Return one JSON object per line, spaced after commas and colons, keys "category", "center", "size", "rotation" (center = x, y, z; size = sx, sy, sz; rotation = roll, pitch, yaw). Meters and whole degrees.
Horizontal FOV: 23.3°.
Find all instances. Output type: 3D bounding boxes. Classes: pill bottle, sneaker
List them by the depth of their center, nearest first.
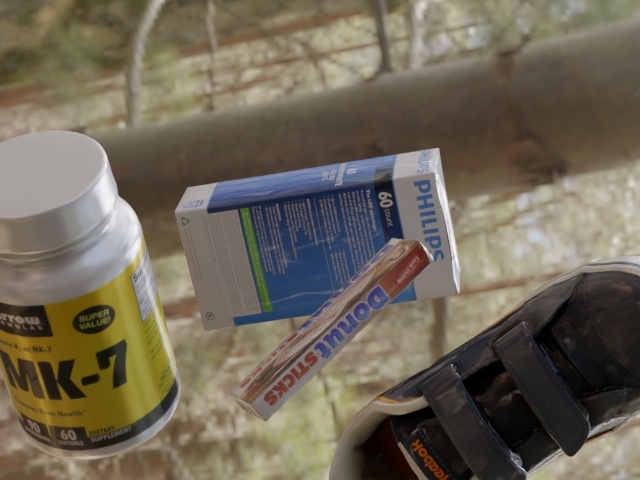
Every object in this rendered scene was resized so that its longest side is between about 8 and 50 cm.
{"category": "pill bottle", "center": [-0.170, 0.038, 1.051], "size": [0.119, 0.119, 0.208], "rotation": [-82, 166, -52]}
{"category": "sneaker", "center": [0.139, 0.128, 1.177], "size": [0.126, 0.321, 0.127], "rotation": [54, 36, 2]}

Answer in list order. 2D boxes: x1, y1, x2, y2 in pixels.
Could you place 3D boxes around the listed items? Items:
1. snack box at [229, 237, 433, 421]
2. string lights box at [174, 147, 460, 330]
{"category": "snack box", "center": [0.008, 0.066, 1.182], "size": [0.022, 0.178, 0.064], "rotation": [49, -12, -12]}
{"category": "string lights box", "center": [0.000, 0.000, 1.540], "size": [0.077, 0.260, 0.133], "rotation": [-76, 156, -67]}
